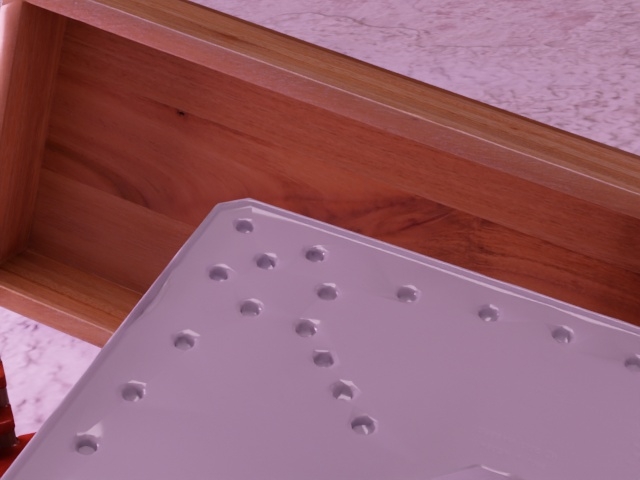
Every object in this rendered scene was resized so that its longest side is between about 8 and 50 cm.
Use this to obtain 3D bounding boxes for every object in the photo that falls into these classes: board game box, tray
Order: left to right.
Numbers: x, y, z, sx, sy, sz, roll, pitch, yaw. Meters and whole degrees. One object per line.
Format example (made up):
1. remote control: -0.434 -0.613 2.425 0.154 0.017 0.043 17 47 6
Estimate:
1. tray: 0.000 0.000 0.860 0.411 0.203 0.076 20 24 13
2. board game box: 0.054 0.160 0.639 0.390 0.050 0.390 19 41 13

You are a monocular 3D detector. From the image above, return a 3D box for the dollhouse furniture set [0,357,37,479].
1. dollhouse furniture set: -0.169 0.173 0.729 0.262 0.135 0.259 -12 26 -14
